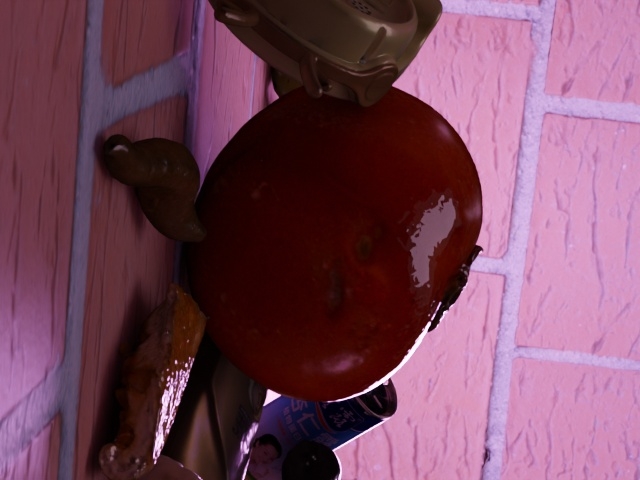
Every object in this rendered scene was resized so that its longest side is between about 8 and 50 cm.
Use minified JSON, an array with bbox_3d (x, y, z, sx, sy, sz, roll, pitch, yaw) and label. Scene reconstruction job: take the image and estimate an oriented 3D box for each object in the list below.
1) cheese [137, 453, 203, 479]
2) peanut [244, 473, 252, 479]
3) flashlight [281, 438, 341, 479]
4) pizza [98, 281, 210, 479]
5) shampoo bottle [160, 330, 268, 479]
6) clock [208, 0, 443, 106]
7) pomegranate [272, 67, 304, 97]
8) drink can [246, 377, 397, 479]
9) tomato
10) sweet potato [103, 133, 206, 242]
[{"bbox_3d":[-0.088,0.316,1.477,0.174,0.248,0.251,97,-4,-53],"label":"cheese"},{"bbox_3d":[-0.110,0.325,1.923,0.236,0.110,0.120,69,34,-59],"label":"peanut"},{"bbox_3d":[-0.014,0.309,1.986,0.232,0.093,0.093,92,7,-61],"label":"flashlight"},{"bbox_3d":[-0.152,0.126,1.487,0.271,0.056,0.134,-74,172,-50],"label":"pizza"},{"bbox_3d":[-0.118,0.210,1.754,0.350,0.084,0.125,-75,150,-50],"label":"shampoo bottle"},{"bbox_3d":[-0.007,-0.235,1.612,0.096,0.235,0.308,-51,-176,26],"label":"clock"},{"bbox_3d":[-0.006,-0.197,2.192,0.129,0.129,0.159,-59,157,-76],"label":"pomegranate"},{"bbox_3d":[-0.021,0.229,2.021,0.097,0.235,0.097,37,34,-31],"label":"drink can"},{"bbox_3d":[0.015,-0.007,1.705,0.293,0.290,0.325,-51,172,-51],"label":"tomato"},{"bbox_3d":[-0.140,-0.059,1.395,0.249,0.059,0.069,63,46,-72],"label":"sweet potato"}]
